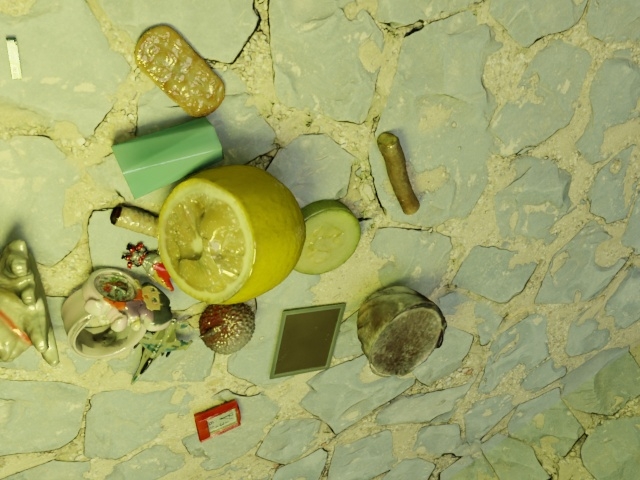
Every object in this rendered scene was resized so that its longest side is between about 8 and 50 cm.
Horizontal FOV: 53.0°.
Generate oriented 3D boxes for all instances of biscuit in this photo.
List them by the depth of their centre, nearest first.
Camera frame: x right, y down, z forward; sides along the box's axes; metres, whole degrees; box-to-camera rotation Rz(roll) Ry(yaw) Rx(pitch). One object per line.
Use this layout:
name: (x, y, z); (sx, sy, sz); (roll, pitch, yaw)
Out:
biscuit: (-0.315, -0.378, 1.462); (0.118, 0.029, 0.247); (-42, 132, 5)
biscuit: (-0.426, -0.038, 1.641); (0.219, 0.055, 0.061); (21, 82, -37)

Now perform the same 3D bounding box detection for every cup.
cup: (-0.353, -0.197, 1.508); (0.236, 0.148, 0.134); (-22, 164, -12)

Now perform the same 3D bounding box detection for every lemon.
lemon: (-0.194, -0.024, 1.598); (0.364, 0.364, 0.364); (-14, 129, -18)

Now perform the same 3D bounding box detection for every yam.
yam: (0.231, -0.186, 1.879); (0.066, 0.066, 0.299); (-30, 134, -5)

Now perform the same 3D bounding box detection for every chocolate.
chocolate: (0.236, 0.276, 2.123); (0.303, 0.213, 0.303); (-17, 129, -22)

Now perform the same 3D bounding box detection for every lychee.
lychee: (-0.275, 0.250, 1.863); (0.165, 0.165, 0.197); (-55, 162, 17)

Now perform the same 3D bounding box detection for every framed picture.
framed picture: (-0.047, 0.334, 2.148); (0.232, 0.019, 0.296); (-4, 125, -27)

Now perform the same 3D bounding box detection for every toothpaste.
toothpaste: (-0.625, -0.370, 1.310); (0.020, 0.017, 0.083); (-9, 127, -23)

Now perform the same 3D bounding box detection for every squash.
squash: (0.000, 0.000, 1.902); (0.252, 0.049, 0.252); (-15, 130, -18)

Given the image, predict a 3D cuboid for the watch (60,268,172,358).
watch: (-0.539, 0.216, 1.690); (0.244, 0.196, 0.231); (9, 125, -40)

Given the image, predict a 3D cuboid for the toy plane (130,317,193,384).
toy plane: (-0.488, 0.315, 1.861); (0.192, 0.088, 0.262); (24, 120, -33)

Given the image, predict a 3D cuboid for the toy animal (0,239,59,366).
toy animal: (-0.737, 0.148, 1.499); (0.188, 0.266, 0.308); (-5, 159, -11)

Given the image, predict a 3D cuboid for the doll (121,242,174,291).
doll: (-0.443, 0.060, 1.708); (0.169, 0.057, 0.109); (26, 92, -26)

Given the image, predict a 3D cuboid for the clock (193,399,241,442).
clock: (-0.346, 0.599, 2.161); (0.155, 0.061, 0.113); (-17, 130, -21)
